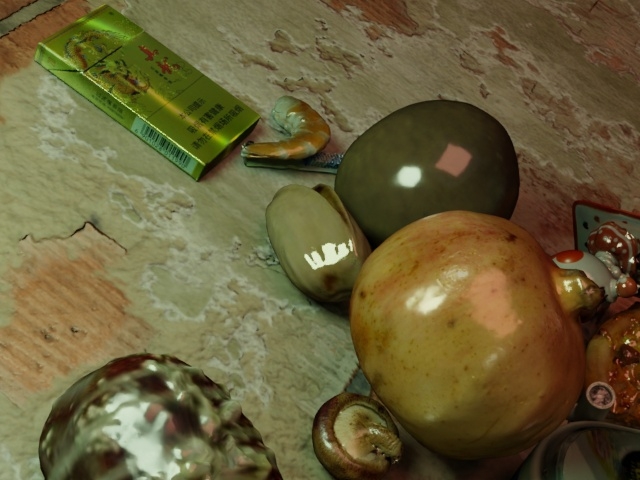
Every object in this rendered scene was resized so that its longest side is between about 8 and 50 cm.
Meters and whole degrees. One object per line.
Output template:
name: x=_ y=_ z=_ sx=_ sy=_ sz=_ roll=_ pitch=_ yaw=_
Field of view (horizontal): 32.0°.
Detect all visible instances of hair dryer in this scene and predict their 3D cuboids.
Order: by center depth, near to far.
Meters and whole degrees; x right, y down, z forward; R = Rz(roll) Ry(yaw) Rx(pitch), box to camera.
hair dryer: x=0.310 y=0.221 z=1.574 sx=0.183 sy=0.155 sz=0.044 roll=22 pitch=59 yaw=10

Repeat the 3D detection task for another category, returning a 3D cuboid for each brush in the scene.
brush: x=-0.038 y=-0.127 z=1.756 sx=0.179 sy=0.030 sz=0.033 roll=3 pitch=60 yaw=-30

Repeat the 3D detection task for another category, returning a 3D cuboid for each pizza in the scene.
pizza: x=0.528 y=0.208 z=1.750 sx=0.226 sy=0.086 sz=0.336 roll=45 pitch=41 yaw=15

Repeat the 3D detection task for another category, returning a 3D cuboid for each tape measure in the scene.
tape measure: x=0.378 y=0.364 z=1.470 sx=0.262 sy=0.138 sz=0.259 roll=19 pitch=42 yaw=-16

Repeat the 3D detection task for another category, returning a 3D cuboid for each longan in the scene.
longan: x=0.165 y=-0.093 z=1.699 sx=0.300 sy=0.243 sz=0.300 roll=4 pitch=15 yaw=-1

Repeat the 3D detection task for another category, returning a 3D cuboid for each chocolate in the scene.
chocolate: x=-0.153 y=0.262 z=1.182 sx=0.225 sy=0.210 sz=0.340 roll=-13 pitch=59 yaw=-37

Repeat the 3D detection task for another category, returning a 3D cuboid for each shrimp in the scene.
shrimp: x=-0.070 y=-0.170 z=1.754 sx=0.166 sy=0.049 sz=0.161 roll=-19 pitch=44 yaw=-27

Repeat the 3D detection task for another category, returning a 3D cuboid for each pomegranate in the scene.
pomegranate: x=0.208 y=0.113 z=1.437 sx=0.338 sy=0.338 sz=0.338 roll=17 pitch=44 yaw=-17

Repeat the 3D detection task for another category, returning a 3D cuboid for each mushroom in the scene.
mushroom: x=0.045 y=0.248 z=1.408 sx=0.127 sy=0.087 sz=0.127 roll=21 pitch=43 yaw=-20

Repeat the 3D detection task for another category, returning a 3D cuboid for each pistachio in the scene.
pistachio: x=0.000 y=0.000 z=1.584 sx=0.130 sy=0.131 sz=0.206 roll=4 pitch=45 yaw=-39

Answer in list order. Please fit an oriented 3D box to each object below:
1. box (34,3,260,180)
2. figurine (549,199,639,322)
box: x=-0.260 y=-0.232 z=1.703 sx=0.311 sy=0.043 sz=0.173 roll=37 pitch=42 yaw=4
figurine: x=0.410 y=0.067 z=1.742 sx=0.226 sy=0.160 sz=0.183 roll=-32 pitch=35 yaw=-34
